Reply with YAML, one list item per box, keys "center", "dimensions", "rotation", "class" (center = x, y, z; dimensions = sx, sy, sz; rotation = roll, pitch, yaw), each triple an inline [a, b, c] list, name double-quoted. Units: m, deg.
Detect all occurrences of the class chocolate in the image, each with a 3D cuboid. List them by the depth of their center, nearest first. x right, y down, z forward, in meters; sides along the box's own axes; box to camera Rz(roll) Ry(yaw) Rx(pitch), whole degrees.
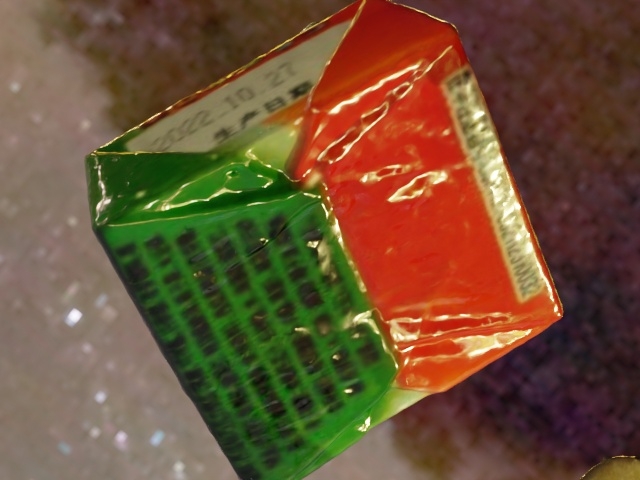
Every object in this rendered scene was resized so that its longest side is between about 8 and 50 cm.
- center: [0.000, 0.000, 1.745]
  dimensions: [0.161, 0.341, 0.360]
  rotation: [54, 172, 50]
  class: "chocolate"

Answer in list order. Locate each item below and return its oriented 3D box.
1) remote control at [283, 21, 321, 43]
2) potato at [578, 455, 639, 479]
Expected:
- center: [-0.004, -0.163, 2.219]
  dimensions: [0.062, 0.144, 0.399]
  rotation: [44, 179, 8]
  class: "remote control"
- center: [0.357, 0.406, 2.311]
  dimensions: [0.239, 0.299, 0.116]
  rotation: [7, 166, -13]
  class: "potato"
